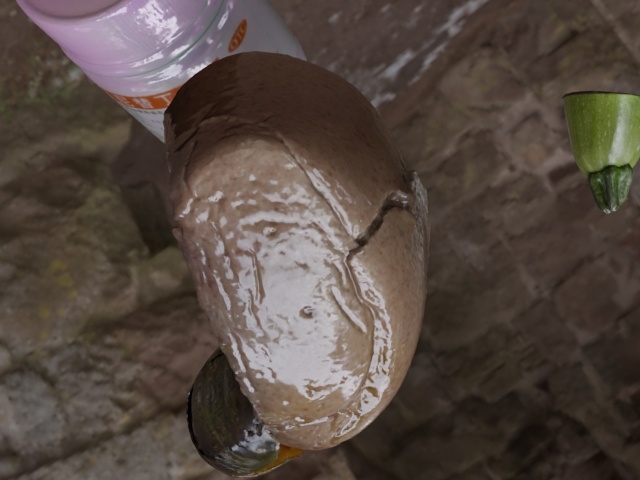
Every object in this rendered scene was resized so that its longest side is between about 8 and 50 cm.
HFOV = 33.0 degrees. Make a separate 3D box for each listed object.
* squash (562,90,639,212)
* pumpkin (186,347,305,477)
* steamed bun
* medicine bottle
[{"bbox_3d":[0.318,-0.094,1.203,0.105,0.132,0.105,4,178,0],"label":"squash"},{"bbox_3d":[-0.060,0.240,1.682,0.320,0.192,0.320,-26,160,-10],"label":"pumpkin"},{"bbox_3d":[0.000,0.000,0.906,0.199,0.301,0.251,-21,-150,3],"label":"steamed bun"},{"bbox_3d":[-0.159,-0.229,1.147,0.202,0.202,0.316,-36,149,6],"label":"medicine bottle"}]
